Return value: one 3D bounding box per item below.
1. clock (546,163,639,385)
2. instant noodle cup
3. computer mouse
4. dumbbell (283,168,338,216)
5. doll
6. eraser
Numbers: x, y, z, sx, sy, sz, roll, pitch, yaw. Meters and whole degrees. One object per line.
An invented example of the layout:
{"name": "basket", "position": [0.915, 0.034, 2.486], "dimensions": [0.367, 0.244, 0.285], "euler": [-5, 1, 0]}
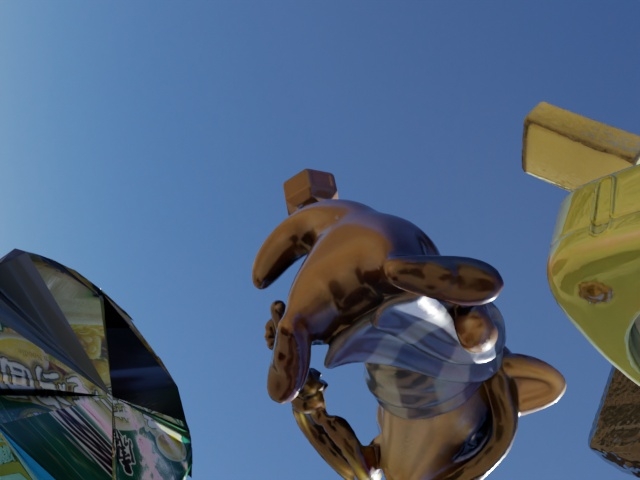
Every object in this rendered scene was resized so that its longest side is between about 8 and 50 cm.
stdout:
{"name": "clock", "position": [0.250, 0.043, 0.468], "dimensions": [0.170, 0.232, 0.069], "euler": [-19, -142, 41]}
{"name": "instant noodle cup", "position": [-0.234, 0.151, 0.621], "dimensions": [0.178, 0.240, 0.240], "euler": [-34, -127, 12]}
{"name": "computer mouse", "position": [0.480, 0.200, 1.147], "dimensions": [0.269, 0.100, 0.170], "euler": [-61, -170, -22]}
{"name": "dumbbell", "position": [0.000, 0.000, 1.223], "dimensions": [0.082, 0.092, 0.231], "euler": [123, -33, -44]}
{"name": "doll", "position": [0.071, 0.117, 0.812], "dimensions": [0.317, 0.340, 0.209], "euler": [2, -127, 42]}
{"name": "eraser", "position": [0.375, -0.121, 1.191], "dimensions": [0.172, 0.058, 0.117], "euler": [28, -28, 31]}
